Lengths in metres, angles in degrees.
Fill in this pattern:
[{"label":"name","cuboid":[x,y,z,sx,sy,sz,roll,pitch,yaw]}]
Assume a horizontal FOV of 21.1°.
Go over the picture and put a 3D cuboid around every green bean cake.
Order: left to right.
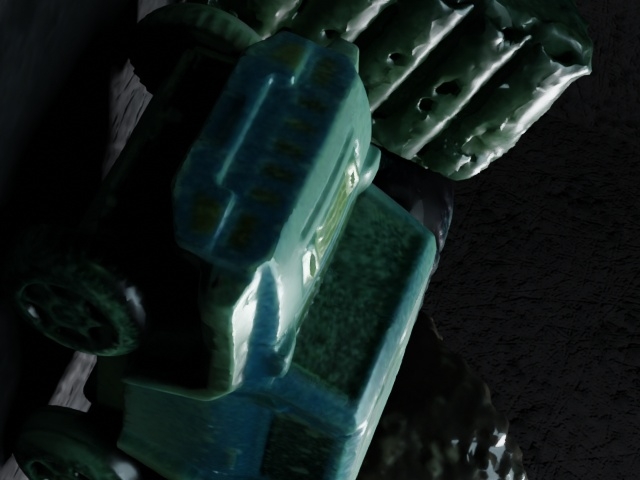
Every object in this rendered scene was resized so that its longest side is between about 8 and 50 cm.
[{"label":"green bean cake","cuboid":[0.025,-0.146,0.887,0.107,0.193,0.208,-52,-152,32]}]

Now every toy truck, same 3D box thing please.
[{"label":"toy truck","cuboid":[-0.041,0.032,0.768,0.279,0.156,0.155,103,10,-56]}]

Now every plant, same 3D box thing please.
[{"label":"plant","cuboid":[-0.020,0.196,1.193,0.213,0.312,0.215,55,-9,49]}]

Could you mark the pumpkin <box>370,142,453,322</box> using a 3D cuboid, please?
[{"label":"pumpkin","cuboid":[0.000,0.000,1.090,0.202,0.140,0.202,-161,-90,-81]}]
